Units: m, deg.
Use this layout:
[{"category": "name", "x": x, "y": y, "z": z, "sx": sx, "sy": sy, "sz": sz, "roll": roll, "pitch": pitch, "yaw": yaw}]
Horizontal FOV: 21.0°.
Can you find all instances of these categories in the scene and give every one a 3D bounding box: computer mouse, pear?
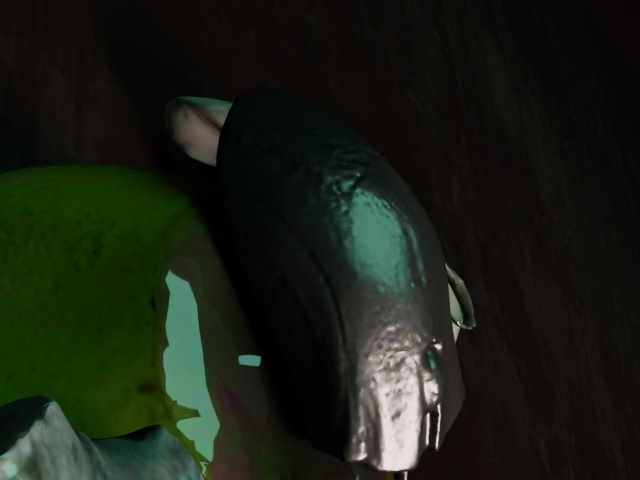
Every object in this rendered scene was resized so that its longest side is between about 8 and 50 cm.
[{"category": "computer mouse", "x": 0.025, "y": 0.024, "z": 1.063, "sx": 0.147, "sy": 0.088, "sz": 0.264, "roll": -29, "pitch": 102, "yaw": -55}, {"category": "pear", "x": -0.070, "y": 0.110, "z": 1.107, "sx": 0.399, "sy": 0.165, "sz": 0.399, "roll": 31, "pitch": 50, "yaw": -46}]

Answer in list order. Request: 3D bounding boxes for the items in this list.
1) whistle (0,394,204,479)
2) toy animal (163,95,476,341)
[{"category": "whistle", "x": -0.187, "y": 0.219, "z": 0.799, "sx": 0.168, "sy": 0.188, "sz": 0.405, "roll": 59, "pitch": 23, "yaw": -10}, {"category": "toy animal", "x": 0.001, "y": 0.003, "z": 1.489, "sx": 0.325, "sy": 0.154, "sz": 0.208, "roll": 58, "pitch": 12, "yaw": 9}]
